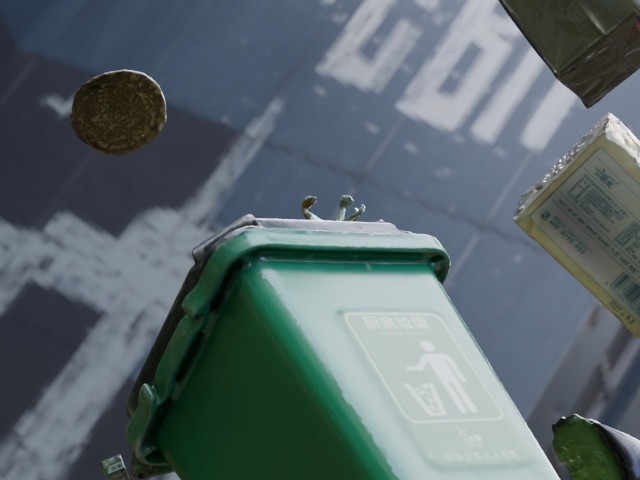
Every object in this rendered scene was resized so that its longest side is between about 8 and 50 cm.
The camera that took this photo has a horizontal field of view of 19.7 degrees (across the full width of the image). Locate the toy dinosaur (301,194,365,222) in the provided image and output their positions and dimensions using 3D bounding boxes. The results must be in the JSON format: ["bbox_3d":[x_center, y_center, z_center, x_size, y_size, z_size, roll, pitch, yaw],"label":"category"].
[{"bbox_3d":[-0.003,-0.001,2.254,0.187,0.106,0.044,-22,-38,20],"label":"toy dinosaur"}]

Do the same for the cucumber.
[{"bbox_3d":[0.326,0.247,1.831,0.193,0.115,0.086,28,-48,-25],"label":"cucumber"}]

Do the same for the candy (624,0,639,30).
[{"bbox_3d":[0.367,-0.239,2.028,0.365,0.124,0.124,43,-23,-22],"label":"candy"}]

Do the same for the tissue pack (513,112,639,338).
[{"bbox_3d":[0.322,-0.017,1.947,0.196,0.148,0.092,43,18,-5],"label":"tissue pack"}]

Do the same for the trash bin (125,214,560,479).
[{"bbox_3d":[0.023,0.193,1.534,0.259,0.295,0.381,3,38,-37],"label":"trash bin"}]

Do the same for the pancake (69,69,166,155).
[{"bbox_3d":[-0.227,-0.143,2.069,0.115,0.115,0.011,51,5,-35],"label":"pancake"}]

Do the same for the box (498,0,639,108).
[{"bbox_3d":[0.298,-0.305,2.197,0.231,0.155,0.149,59,15,23],"label":"box"}]

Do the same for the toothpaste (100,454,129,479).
[{"bbox_3d":[-0.187,0.222,1.705,0.083,0.020,0.017,89,-22,-63],"label":"toothpaste"}]
